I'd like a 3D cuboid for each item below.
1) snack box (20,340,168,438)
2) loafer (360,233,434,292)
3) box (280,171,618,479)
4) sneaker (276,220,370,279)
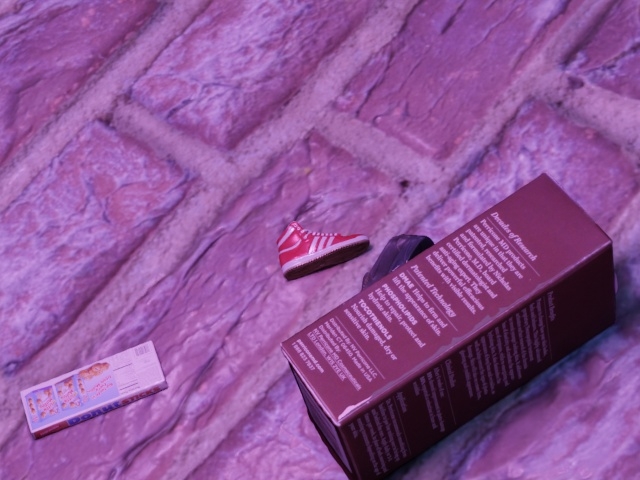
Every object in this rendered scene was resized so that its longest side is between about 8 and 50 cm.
[{"bbox_3d":[-0.284,0.186,2.091,0.178,0.022,0.064,-21,57,-2],"label":"snack box"},{"bbox_3d":[0.077,0.062,2.082,0.061,0.062,0.170,14,56,45],"label":"loafer"},{"bbox_3d":[0.156,0.106,1.951,0.381,0.191,0.143,-31,57,-9],"label":"box"},{"bbox_3d":[0.000,0.000,2.139,0.118,0.042,0.067,-20,60,2],"label":"sneaker"}]
